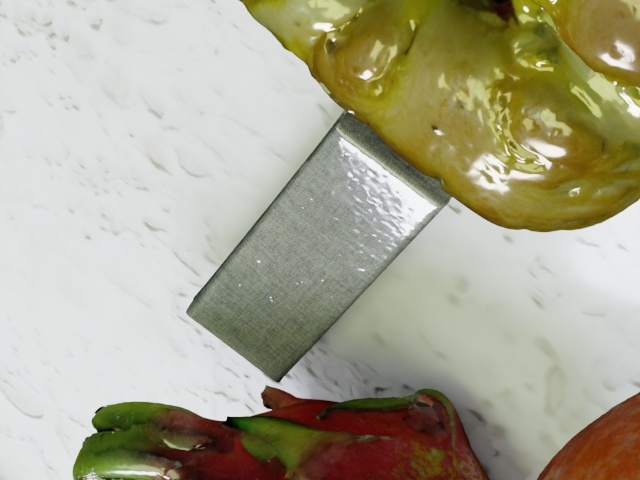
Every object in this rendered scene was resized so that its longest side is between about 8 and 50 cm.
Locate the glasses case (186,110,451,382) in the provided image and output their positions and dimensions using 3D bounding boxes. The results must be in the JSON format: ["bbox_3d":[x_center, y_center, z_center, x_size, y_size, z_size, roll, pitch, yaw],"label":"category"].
[{"bbox_3d":[0.000,0.000,0.953,0.071,0.047,0.205,38,139,-2],"label":"glasses case"}]

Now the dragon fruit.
[{"bbox_3d":[-0.009,0.187,1.000,0.269,0.198,0.200,-1,102,20],"label":"dragon fruit"}]

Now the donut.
[{"bbox_3d":[0.067,-0.136,0.726,0.261,0.128,0.208,41,138,6],"label":"donut"}]

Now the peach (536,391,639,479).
[{"bbox_3d":[0.180,0.172,0.814,0.232,0.232,0.232,22,134,25],"label":"peach"}]
